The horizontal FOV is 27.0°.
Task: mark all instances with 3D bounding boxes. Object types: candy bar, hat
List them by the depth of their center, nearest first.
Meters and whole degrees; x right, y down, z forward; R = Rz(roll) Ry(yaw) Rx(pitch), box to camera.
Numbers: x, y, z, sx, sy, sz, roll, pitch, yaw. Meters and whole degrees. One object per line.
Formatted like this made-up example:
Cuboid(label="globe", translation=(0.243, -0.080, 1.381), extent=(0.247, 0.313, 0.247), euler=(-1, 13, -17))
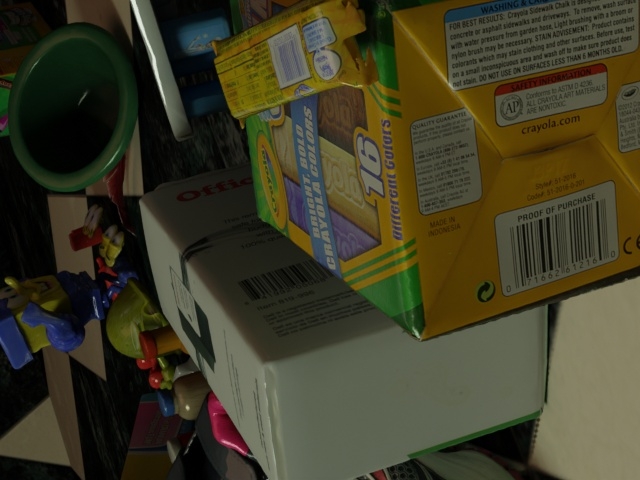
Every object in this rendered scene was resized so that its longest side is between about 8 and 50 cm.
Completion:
Cuboid(label="candy bar", translation=(-0.016, -0.068, 0.510), extent=(0.161, 0.018, 0.040), euler=(-1, 107, 70))
Cuboid(label="hat", translation=(-0.224, -0.131, 1.465), extent=(0.208, 0.183, 0.173), euler=(-33, 72, 28))

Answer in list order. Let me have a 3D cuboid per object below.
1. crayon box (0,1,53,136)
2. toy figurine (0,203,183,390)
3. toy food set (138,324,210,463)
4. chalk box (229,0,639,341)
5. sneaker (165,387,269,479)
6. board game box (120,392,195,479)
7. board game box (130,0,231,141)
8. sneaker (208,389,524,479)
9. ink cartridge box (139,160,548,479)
Cuboid(label="crayon box", translation=(-0.424, -0.225, 1.740), extent=(0.278, 0.165, 0.081), euler=(-133, 33, -55))
Cuboid(label="toy figurine", translation=(-0.299, 0.115, 1.534), extent=(0.362, 0.217, 0.191), euler=(-140, 34, -60))
Cuboid(label="toy food set", translation=(-0.110, 0.146, 1.212), extent=(0.232, 0.104, 0.111), euler=(113, 138, -61))
Cuboid(label="chalk box", translation=(0.043, -0.067, 0.573), extent=(0.213, 0.132, 0.132), euler=(-143, 42, -59))
Cuboid(label="sneaker", translation=(-0.060, 0.201, 1.087), extent=(0.126, 0.127, 0.321), euler=(-126, 29, -50))
Cuboid(label="board game box", translation=(-0.142, 0.329, 1.302), extent=(0.316, 0.064, 0.242), euler=(-89, -10, -65))
Cuboid(label="board game box", translation=(-0.135, -0.321, 0.805), extent=(0.390, 0.050, 0.390), euler=(-108, 3, -49))
Cuboid(label="sneaker", translation=(0.040, 0.166, 0.777), extent=(0.299, 0.112, 0.121), euler=(44, 143, 47))
Cuboid(label="ink cartridge box", translation=(0.005, 0.030, 0.726), extent=(0.208, 0.153, 0.087), euler=(-132, 32, -56))
